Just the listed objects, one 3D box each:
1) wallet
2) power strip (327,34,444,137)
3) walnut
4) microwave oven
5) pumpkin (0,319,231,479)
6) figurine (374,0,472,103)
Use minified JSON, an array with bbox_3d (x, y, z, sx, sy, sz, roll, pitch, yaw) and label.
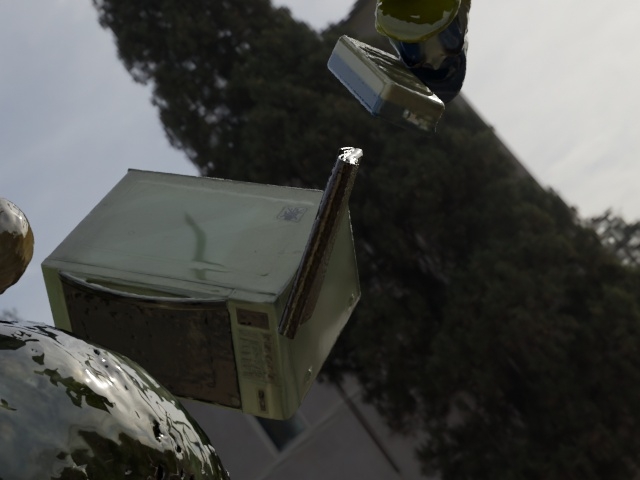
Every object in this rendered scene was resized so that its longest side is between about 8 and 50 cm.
[{"bbox_3d":[0.000,0.000,1.466,0.133,0.039,0.243,-49,-21,-75],"label":"wallet"},{"bbox_3d":[0.050,-0.121,0.877,0.056,0.123,0.032,17,-69,-26],"label":"power strip"},{"bbox_3d":[-0.443,0.007,1.461,0.140,0.140,0.162,-38,13,2],"label":"walnut"},{"bbox_3d":[-0.178,0.084,1.755,0.333,0.394,0.247,-56,-34,-47],"label":"microwave oven"},{"bbox_3d":[-0.241,0.273,0.778,0.454,0.344,0.454,15,-90,-77],"label":"pumpkin"},{"bbox_3d":[0.097,-0.277,0.911,0.204,0.283,0.338,-18,-70,-29],"label":"figurine"}]
